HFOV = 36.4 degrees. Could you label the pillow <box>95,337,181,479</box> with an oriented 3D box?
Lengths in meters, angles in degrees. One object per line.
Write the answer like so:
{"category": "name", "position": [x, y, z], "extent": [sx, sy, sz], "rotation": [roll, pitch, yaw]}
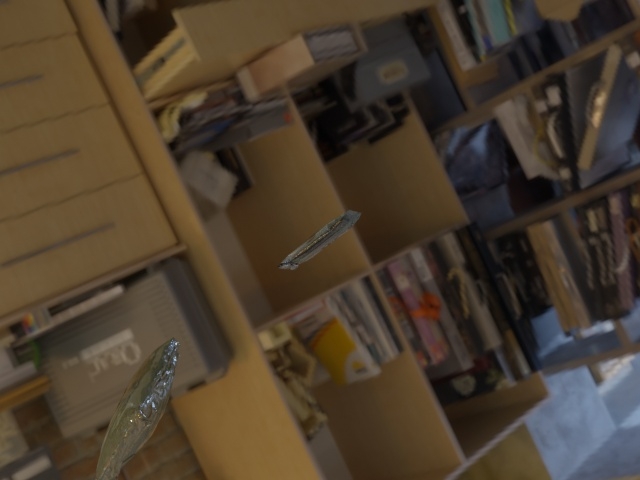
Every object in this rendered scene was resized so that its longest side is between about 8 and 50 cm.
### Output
{"category": "pillow", "position": [-0.214, 0.199, 1.165], "extent": [0.208, 0.053, 0.119], "rotation": [-82, -165, -75]}

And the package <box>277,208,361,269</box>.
{"category": "package", "position": [0.000, 0.000, 1.084], "extent": [0.110, 0.015, 0.037], "rotation": [-37, 162, 23]}
